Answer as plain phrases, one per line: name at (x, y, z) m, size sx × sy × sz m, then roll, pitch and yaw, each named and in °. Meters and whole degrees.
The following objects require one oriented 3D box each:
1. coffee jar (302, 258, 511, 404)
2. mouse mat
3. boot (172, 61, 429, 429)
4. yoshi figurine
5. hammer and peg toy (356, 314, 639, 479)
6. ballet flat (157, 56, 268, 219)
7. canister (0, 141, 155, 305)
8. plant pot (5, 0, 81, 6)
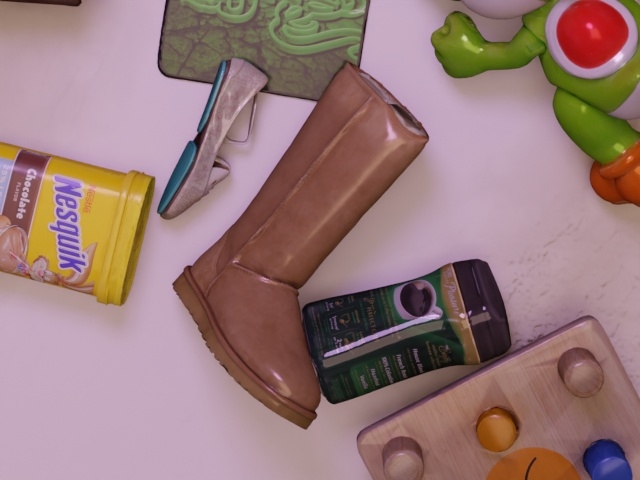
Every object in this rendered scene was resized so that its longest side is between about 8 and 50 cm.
coffee jar at (0.081, 0.082, 1.713) m, size 0.184 × 0.096 × 0.079 m, roll -16°, pitch 135°, yaw 4°
mouse mat at (-0.051, -0.214, 1.723) m, size 0.189 × 0.007 × 0.153 m, roll 9°, pitch 98°, yaw 0°
boot at (0.000, 0.000, 1.654) m, size 0.269 × 0.089 × 0.236 m, roll -49°, pitch 49°, yaw 10°
yoshi figurine at (0.205, -0.208, 1.661) m, size 0.362 × 0.203 × 0.203 m, roll 45°, pitch 138°, yaw -18°
hammer and peg toy at (0.228, 0.277, 1.722) m, size 0.266 × 0.127 × 0.361 m, roll -28°, pitch 98°, yaw 4°
ballet flat at (-0.097, -0.087, 1.717) m, size 0.052 × 0.057 × 0.168 m, roll 22°, pitch 102°, yaw -13°
canister at (-0.251, -0.019, 1.723) m, size 0.169 × 0.073 × 0.126 m, roll 14°, pitch 98°, yaw 1°
plant pot at (-0.287, -0.281, 1.652) m, size 0.165 × 0.167 × 0.167 m, roll 8°, pitch 98°, yaw -8°
